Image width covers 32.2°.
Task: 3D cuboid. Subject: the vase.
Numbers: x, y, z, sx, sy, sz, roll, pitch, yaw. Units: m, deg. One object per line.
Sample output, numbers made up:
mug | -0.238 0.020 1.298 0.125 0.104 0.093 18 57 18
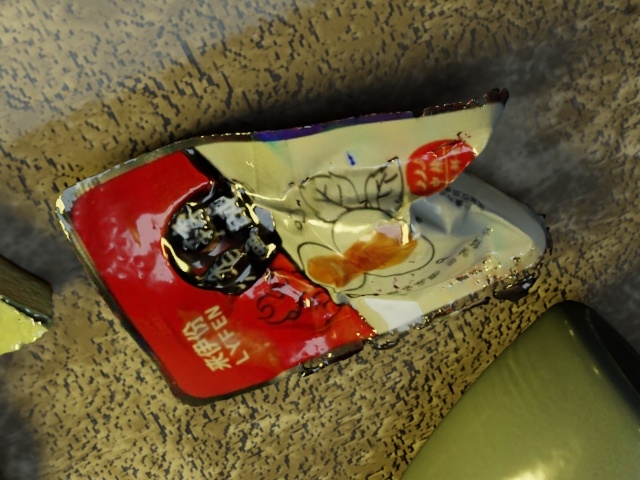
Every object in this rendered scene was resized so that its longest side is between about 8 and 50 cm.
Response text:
vase | 0.099 0.201 0.740 0.321 0.173 0.173 -42 116 15

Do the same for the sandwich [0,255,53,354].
sandwich | -0.280 0.048 0.647 0.193 0.058 0.162 33 108 -26

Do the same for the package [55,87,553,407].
package | 0.000 0.000 0.676 0.269 0.071 0.194 -18 117 12
